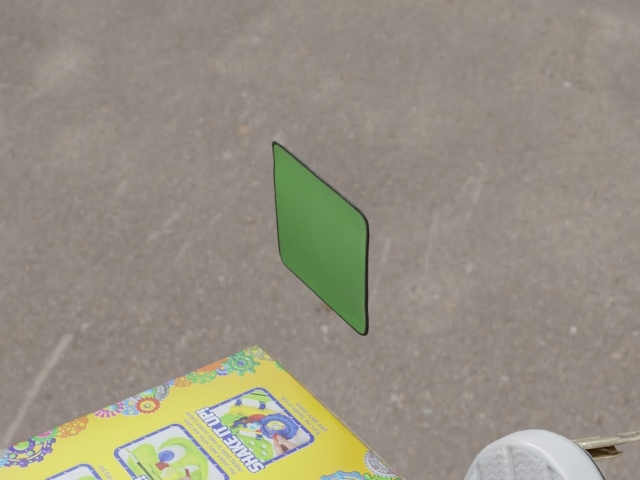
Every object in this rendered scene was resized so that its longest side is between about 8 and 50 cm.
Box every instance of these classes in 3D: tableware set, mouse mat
[{"bbox_3d":[0.404,0.270,1.480,0.194,0.128,0.039,-5,82,-13],"label":"tableware set"},{"bbox_3d":[0.000,0.000,1.184,0.007,0.190,0.152,-31,54,-26],"label":"mouse mat"}]

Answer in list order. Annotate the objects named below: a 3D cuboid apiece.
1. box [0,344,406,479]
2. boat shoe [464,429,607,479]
[{"bbox_3d":[-0.112,0.275,0.801,0.279,0.290,0.177,-20,41,-32],"label":"box"},{"bbox_3d":[0.161,0.259,0.623,0.119,0.335,0.121,-14,3,-37],"label":"boat shoe"}]
